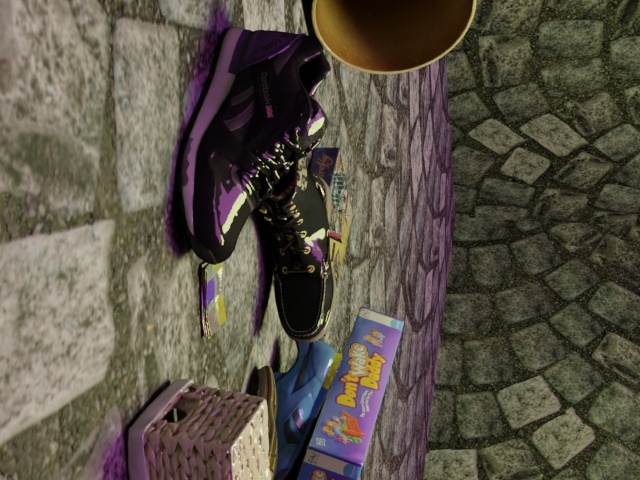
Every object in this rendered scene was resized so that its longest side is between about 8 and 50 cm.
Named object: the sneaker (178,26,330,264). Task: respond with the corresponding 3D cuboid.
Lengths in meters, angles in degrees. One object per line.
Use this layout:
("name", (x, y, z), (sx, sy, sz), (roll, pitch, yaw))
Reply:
("sneaker", (-0.060, -0.108, 0.927), (0.107, 0.124, 0.283), (67, 30, -60))

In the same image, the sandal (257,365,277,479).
("sandal", (-0.079, 0.235, 1.110), (0.072, 0.049, 0.180), (87, -1, -46))

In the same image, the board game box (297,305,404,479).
("board game box", (0.034, 0.293, 1.370), (0.347, 0.078, 0.233), (-63, 171, -59))

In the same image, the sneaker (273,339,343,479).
("sneaker", (-0.044, 0.234, 1.235), (0.069, 0.082, 0.209), (121, -7, -82))

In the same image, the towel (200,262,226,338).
("towel", (-0.116, 0.060, 0.978), (0.060, 0.009, 0.083), (-43, 135, -69))

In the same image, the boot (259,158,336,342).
("boot", (-0.039, -0.002, 1.129), (0.178, 0.085, 0.236), (53, 36, -66))

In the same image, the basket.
("basket", (-0.109, 0.232, 0.850), (0.113, 0.103, 0.167), (-49, 141, -67))

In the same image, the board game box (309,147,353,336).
("board game box", (0.000, 0.000, 1.372), (0.165, 0.042, 0.243), (77, 21, -50))

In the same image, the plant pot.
("plant pot", (0.098, -0.425, 1.362), (0.237, 0.237, 0.254), (76, 7, -50))
